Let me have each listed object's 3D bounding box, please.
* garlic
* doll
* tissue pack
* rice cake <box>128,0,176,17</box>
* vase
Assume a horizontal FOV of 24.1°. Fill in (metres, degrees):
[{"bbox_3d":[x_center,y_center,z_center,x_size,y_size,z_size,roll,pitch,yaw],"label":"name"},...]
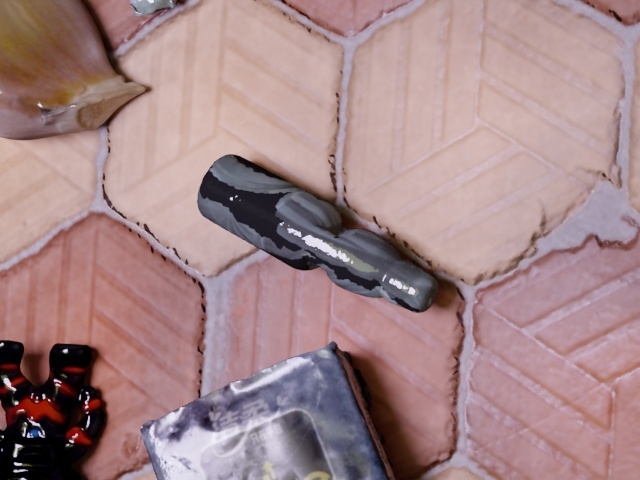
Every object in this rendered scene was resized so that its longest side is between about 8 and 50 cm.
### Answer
[{"bbox_3d":[-0.285,-0.198,1.304,0.128,0.148,0.266,-38,75,58],"label":"garlic"},{"bbox_3d":[-0.247,0.210,1.274,0.127,0.088,0.248,3,86,26],"label":"doll"},{"bbox_3d":[-0.018,0.217,1.141,0.173,0.073,0.235,-23,74,4],"label":"tissue pack"},{"bbox_3d":[-0.157,-0.292,1.273,0.043,0.034,0.210,-12,83,16],"label":"rice cake"},{"bbox_3d":[0.000,0.000,1.174,0.211,0.060,0.060,29,101,25],"label":"vase"}]
